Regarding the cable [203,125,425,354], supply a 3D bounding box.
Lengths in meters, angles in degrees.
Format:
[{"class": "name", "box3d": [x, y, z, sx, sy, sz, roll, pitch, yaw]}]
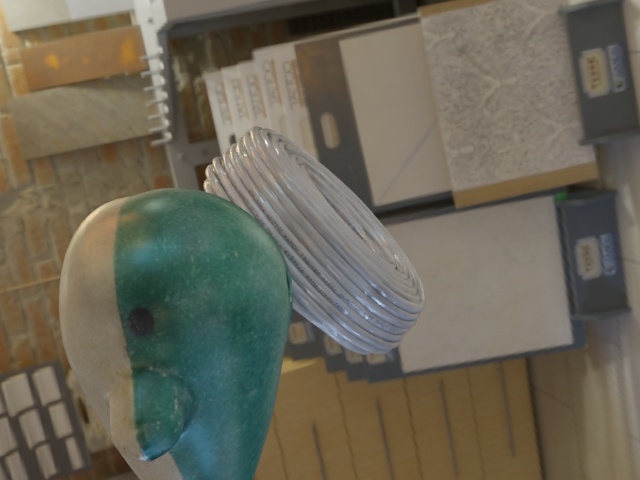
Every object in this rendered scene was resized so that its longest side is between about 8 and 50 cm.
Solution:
[{"class": "cable", "box3d": [0.000, 0.000, 0.786, 0.257, 0.089, 0.257, 43, -169, -25]}]

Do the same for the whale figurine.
[{"class": "whale figurine", "box3d": [-0.076, 0.095, 0.557, 0.216, 0.141, 0.272, -60, -44, -83]}]
